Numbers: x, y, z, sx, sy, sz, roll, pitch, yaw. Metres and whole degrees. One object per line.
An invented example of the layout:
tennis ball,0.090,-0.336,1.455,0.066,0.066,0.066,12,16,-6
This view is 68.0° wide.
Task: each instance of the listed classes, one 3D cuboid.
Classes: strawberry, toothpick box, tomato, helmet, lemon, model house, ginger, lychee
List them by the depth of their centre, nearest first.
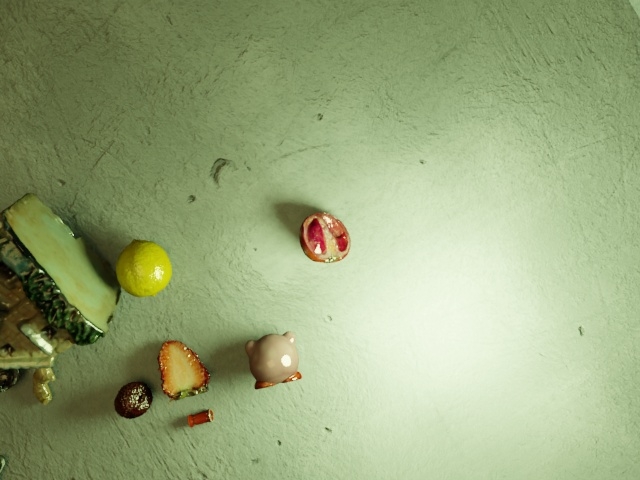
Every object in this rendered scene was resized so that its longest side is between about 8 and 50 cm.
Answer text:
model house,-0.912,0.159,1.427,0.399,0.395,0.446,-32,118,1
lemon,-0.592,0.092,1.589,0.178,0.178,0.203,-18,94,2
tomato,0.000,0.000,1.615,0.189,0.099,0.174,-3,71,-37
lychee,-0.644,0.546,1.621,0.128,0.123,0.124,-14,89,10
strawberry,-0.472,0.449,1.642,0.167,0.087,0.208,-8,63,-17
toothpick box,-0.416,0.617,1.647,0.083,0.047,0.047,-16,89,3
ginger,-0.956,0.432,1.653,0.089,0.075,0.289,13,95,25
helmet,-1.098,0.468,1.657,0.123,0.070,0.098,-38,95,-5

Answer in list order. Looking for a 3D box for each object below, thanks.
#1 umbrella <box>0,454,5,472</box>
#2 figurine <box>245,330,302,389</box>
umbrella,-1.166,0.876,1.660,0.070,0.071,0.249,27,92,2
figurine,-0.157,0.395,1.580,0.173,0.173,0.174,0,90,2
